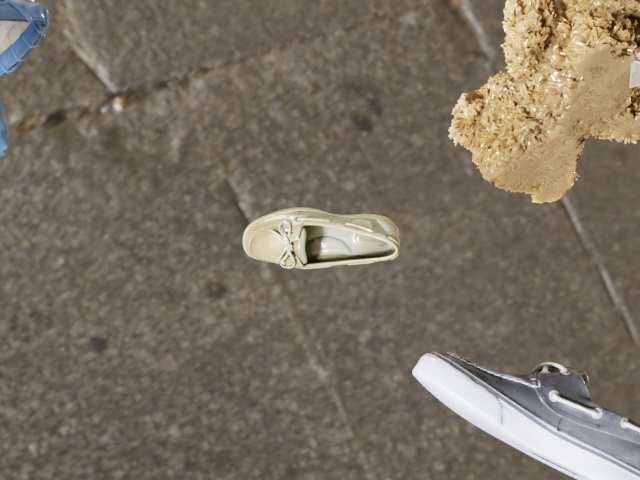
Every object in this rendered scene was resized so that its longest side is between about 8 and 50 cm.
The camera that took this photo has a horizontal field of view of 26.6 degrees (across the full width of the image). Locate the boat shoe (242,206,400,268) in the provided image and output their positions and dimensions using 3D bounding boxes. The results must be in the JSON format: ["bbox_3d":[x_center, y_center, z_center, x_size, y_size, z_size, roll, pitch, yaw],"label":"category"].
[{"bbox_3d":[0.001,0.002,1.306,0.048,0.153,0.056,-86,178,-71],"label":"boat shoe"}]

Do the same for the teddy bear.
[{"bbox_3d":[0.281,-0.194,1.389,0.245,0.338,0.113,5,43,-20],"label":"teddy bear"}]

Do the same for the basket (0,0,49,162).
[{"bbox_3d":[-0.393,-0.184,1.390,0.201,0.255,0.289,-12,80,-34],"label":"basket"}]

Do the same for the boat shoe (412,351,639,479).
[{"bbox_3d":[0.245,0.178,1.434,0.301,0.108,0.102,28,80,-1],"label":"boat shoe"}]
